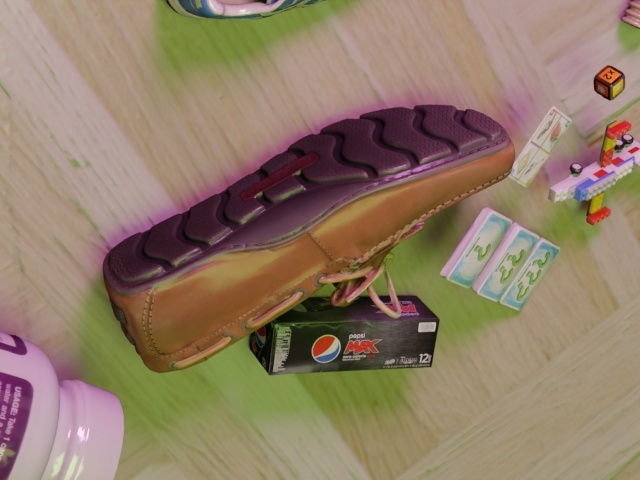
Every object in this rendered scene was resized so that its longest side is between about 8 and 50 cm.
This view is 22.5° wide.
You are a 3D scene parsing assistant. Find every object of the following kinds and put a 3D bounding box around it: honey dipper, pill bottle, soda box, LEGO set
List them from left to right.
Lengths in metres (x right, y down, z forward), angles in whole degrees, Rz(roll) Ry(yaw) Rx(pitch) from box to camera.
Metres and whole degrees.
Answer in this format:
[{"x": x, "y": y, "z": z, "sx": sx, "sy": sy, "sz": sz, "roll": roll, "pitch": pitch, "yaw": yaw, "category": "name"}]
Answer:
[{"x": -0.323, "y": 0.145, "z": 1.332, "sx": 0.302, "sy": 0.169, "sz": 0.169, "roll": 21, "pitch": 102, "yaw": -27, "category": "pill bottle"}, {"x": 0.022, "y": 0.087, "z": 1.509, "sx": 0.169, "sy": 0.060, "sz": 0.053, "roll": 0, "pitch": 112, "yaw": -23, "category": "soda box"}, {"x": 0.231, "y": -0.040, "z": 1.507, "sx": 0.244, "sy": 0.060, "sz": 0.182, "roll": -57, "pitch": 148, "yaw": 6, "category": "LEGO set"}, {"x": 0.327, "y": -0.274, "z": 1.503, "sx": 0.030, "sy": 0.030, "sz": 0.160, "roll": 18, "pitch": 101, "yaw": -27, "category": "honey dipper"}]

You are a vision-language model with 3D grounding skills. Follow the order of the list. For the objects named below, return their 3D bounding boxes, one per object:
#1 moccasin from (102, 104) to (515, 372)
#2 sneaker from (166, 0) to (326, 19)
[{"x": 0.001, "y": 0.001, "z": 1.423, "sx": 0.380, "sy": 0.139, "sz": 0.147, "roll": -31, "pitch": 125, "yaw": -11, "category": "moccasin"}, {"x": -0.023, "y": -0.223, "z": 1.352, "sx": 0.211, "sy": 0.081, "sz": 0.080, "roll": -20, "pitch": 115, "yaw": -15, "category": "sneaker"}]
